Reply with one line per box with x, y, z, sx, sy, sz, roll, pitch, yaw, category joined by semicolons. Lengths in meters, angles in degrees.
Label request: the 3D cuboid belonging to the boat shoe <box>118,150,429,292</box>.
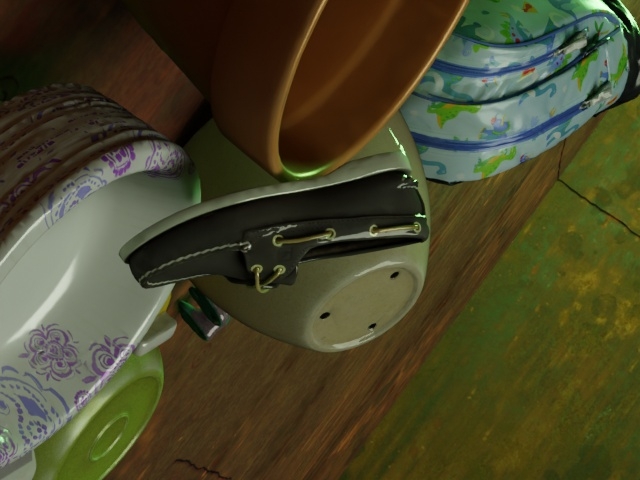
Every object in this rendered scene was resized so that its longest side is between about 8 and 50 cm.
-0.027;-0.002;0.895;0.227;0.069;0.081;-17;170;-20;boat shoe

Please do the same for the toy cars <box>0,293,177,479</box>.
-0.254;0.154;1.218;0.394;0.087;0.176;-52;164;-11;toy cars

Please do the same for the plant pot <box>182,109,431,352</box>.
0.000;0.000;1.263;0.284;0.191;0.284;-22;147;-15;plant pot

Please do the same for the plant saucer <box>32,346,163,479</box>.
-0.255;0.217;1.443;0.241;0.037;0.241;-49;163;-20;plant saucer

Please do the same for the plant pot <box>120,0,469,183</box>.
-0.022;-0.215;0.922;0.291;0.203;0.291;-49;164;-19;plant pot

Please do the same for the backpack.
0.183;-0.212;1.468;0.355;0.290;0.273;-40;151;-25;backpack

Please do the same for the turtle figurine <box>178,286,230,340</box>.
-0.058;0.020;1.489;0.234;0.118;0.175;-41;160;-26;turtle figurine

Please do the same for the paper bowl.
-0.227;0.016;0.897;0.284;0.148;0.284;-48;163;-20;paper bowl
